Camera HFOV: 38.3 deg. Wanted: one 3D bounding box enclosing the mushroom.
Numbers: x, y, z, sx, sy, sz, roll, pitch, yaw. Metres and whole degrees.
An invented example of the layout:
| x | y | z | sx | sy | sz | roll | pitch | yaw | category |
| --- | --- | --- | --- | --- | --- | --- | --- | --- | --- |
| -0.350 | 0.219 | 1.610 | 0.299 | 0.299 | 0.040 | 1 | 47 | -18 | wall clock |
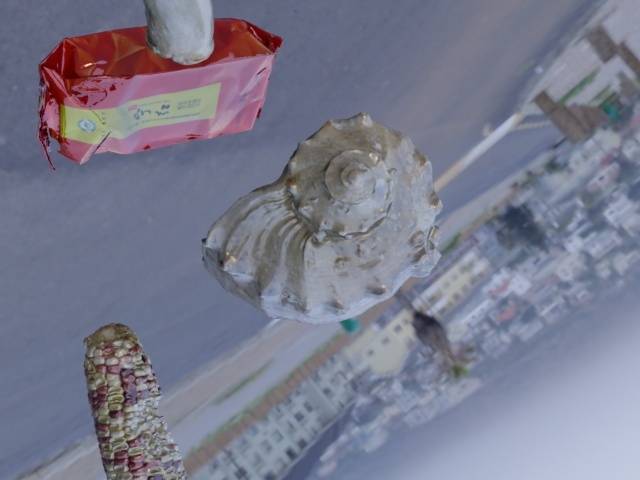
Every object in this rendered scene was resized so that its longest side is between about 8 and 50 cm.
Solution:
| x | y | z | sx | sy | sz | roll | pitch | yaw | category |
| --- | --- | --- | --- | --- | --- | --- | --- | --- | --- |
| -0.172 | -0.349 | 1.118 | 0.095 | 0.123 | 0.351 | -50 | 169 | -27 | mushroom |

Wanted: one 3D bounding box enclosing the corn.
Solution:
| x | y | z | sx | sy | sz | roll | pitch | yaw | category |
| --- | --- | --- | --- | --- | --- | --- | --- | --- | --- |
| -0.224 | 0.243 | 1.128 | 0.098 | 0.289 | 0.098 | -13 | 180 | 0 | corn |

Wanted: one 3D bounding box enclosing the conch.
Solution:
| x | y | z | sx | sy | sz | roll | pitch | yaw | category |
| --- | --- | --- | --- | --- | --- | --- | --- | --- | --- |
| 0.007 | 0.013 | 1.161 | 0.297 | 0.210 | 0.352 | -20 | 149 | -11 | conch |

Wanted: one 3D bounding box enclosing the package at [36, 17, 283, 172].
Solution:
| x | y | z | sx | sy | sz | roll | pitch | yaw | category |
| --- | --- | --- | --- | --- | --- | --- | --- | --- | --- |
| -0.268 | -0.245 | 1.492 | 0.424 | 0.123 | 0.196 | -18 | 147 | -31 | package |
